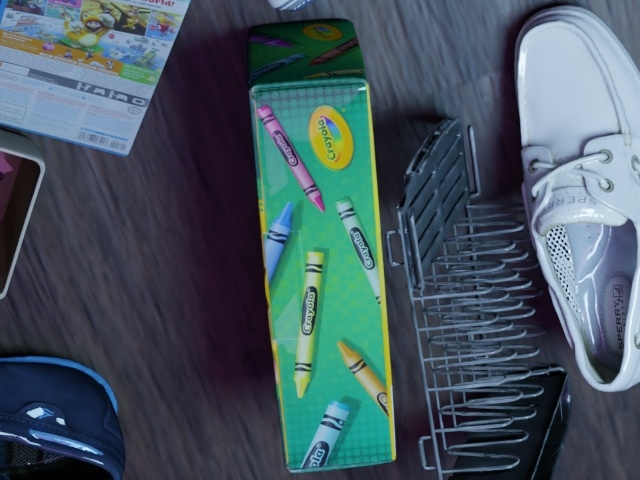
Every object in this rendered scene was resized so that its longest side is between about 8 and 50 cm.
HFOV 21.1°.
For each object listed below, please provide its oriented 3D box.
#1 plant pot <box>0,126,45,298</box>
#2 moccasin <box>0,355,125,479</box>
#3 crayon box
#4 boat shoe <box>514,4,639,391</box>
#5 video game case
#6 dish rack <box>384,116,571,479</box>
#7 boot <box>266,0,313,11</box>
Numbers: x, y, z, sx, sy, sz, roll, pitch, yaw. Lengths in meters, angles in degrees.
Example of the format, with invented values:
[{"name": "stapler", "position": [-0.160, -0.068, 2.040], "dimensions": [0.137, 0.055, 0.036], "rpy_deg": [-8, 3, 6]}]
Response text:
[{"name": "plant pot", "position": [-0.255, -0.038, 1.217], "dimensions": [0.109, 0.096, 0.109], "rpy_deg": [18, 109, -8]}, {"name": "moccasin", "position": [-0.304, 0.149, 1.222], "dimensions": [0.342, 0.117, 0.138], "rpy_deg": [-9, 127, -19]}, {"name": "crayon box", "position": [0.000, 0.000, 1.207], "dimensions": [0.081, 0.165, 0.278], "rpy_deg": [-5, 111, -1]}, {"name": "boat shoe", "position": [0.190, -0.028, 1.208], "dimensions": [0.098, 0.096, 0.277], "rpy_deg": [-14, 94, 30]}, {"name": "video game case", "position": [-0.168, -0.130, 1.184], "dimensions": [0.119, 0.015, 0.166], "rpy_deg": [14, 138, -14]}, {"name": "dish rack", "position": [0.115, 0.053, 1.218], "dimensions": [0.074, 0.208, 0.271], "rpy_deg": [-4, 110, 18]}, {"name": "boot", "position": [0.058, -0.193, 1.186], "dimensions": [0.190, 0.069, 0.086], "rpy_deg": [-33, 106, 8]}]
